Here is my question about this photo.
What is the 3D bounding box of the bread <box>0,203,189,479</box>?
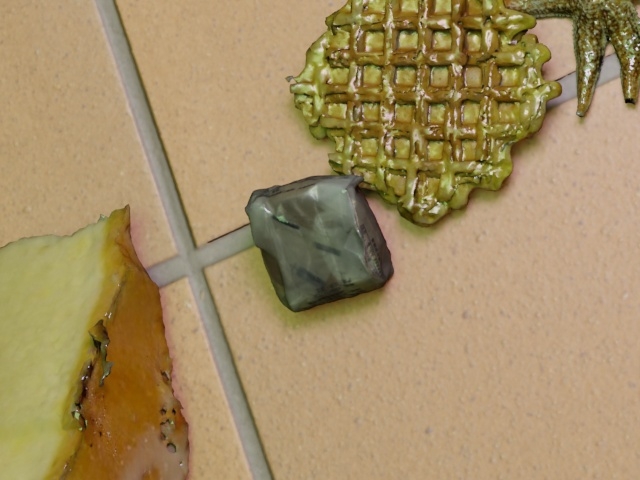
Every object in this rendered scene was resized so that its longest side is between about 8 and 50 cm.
[{"bbox_3d":[-0.295,0.151,1.772,0.248,0.279,0.315,-15,90,26],"label":"bread"}]

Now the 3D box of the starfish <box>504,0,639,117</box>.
[{"bbox_3d":[0.259,-0.230,1.721,0.216,0.050,0.223,-10,75,28],"label":"starfish"}]

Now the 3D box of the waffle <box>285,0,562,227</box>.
[{"bbox_3d":[0.101,-0.151,1.759,0.254,0.052,0.245,47,106,20],"label":"waffle"}]

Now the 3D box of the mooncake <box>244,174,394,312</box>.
[{"bbox_3d":[0.000,0.000,1.764,0.125,0.073,0.130,-10,107,25],"label":"mooncake"}]
